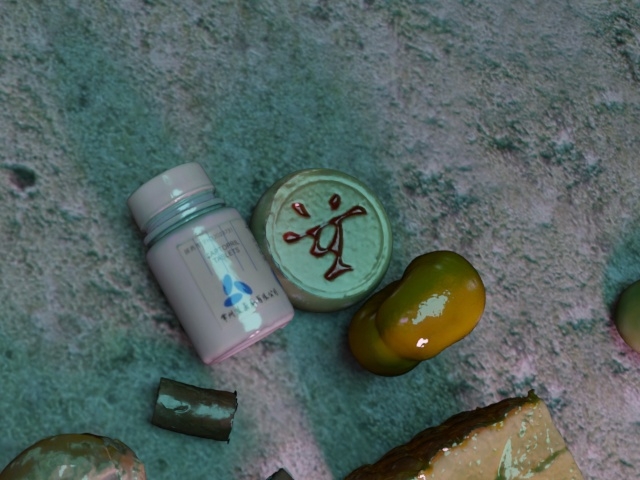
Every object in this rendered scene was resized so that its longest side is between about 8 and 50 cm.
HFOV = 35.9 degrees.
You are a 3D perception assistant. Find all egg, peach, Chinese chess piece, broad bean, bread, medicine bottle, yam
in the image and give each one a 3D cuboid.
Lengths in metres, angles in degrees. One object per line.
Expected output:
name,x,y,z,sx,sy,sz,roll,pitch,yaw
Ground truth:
egg,-0.350,0.361,1.361,0.233,0.195,0.195,-13,77,-11
peach,0.154,0.123,1.606,0.251,0.251,0.153,-33,80,-28
Chinese chess piece,0.000,0.000,1.674,0.249,0.103,0.250,6,72,-18
broad bean,0.690,0.146,1.892,0.263,0.121,0.189,-1,69,-20
bread,0.221,0.393,1.534,0.279,0.279,0.207,-23,84,-28
medicine bottle,-0.178,0.035,1.553,0.170,0.170,0.293,-28,83,-27
yam,-0.195,0.261,1.522,0.127,0.084,0.084,14,68,-13

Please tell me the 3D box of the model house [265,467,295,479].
model house,-0.038,0.480,1.430,0.243,0.211,0.204,46,64,4
